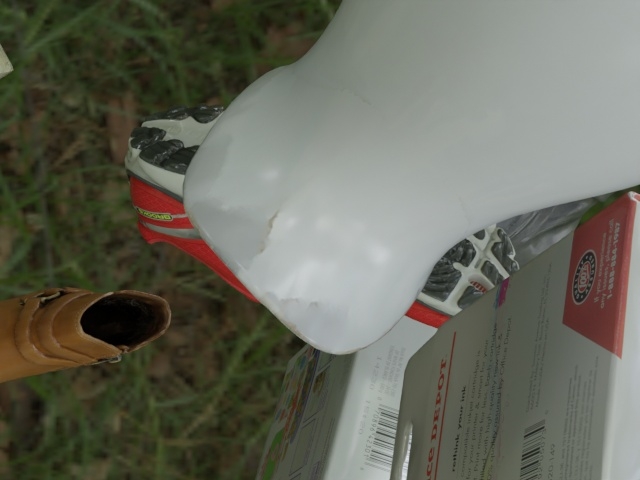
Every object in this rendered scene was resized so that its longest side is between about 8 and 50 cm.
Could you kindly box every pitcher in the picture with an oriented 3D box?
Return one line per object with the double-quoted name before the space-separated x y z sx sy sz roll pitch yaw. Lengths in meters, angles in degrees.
"pitcher" 0.070 -0.078 0.474 0.125 0.207 0.178 43 33 -13

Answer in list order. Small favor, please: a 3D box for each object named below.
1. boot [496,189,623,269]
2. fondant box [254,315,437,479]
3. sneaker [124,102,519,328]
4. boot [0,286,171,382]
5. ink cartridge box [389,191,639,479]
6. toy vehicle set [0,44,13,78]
"boot" 0.123 -0.077 1.260 0.338 0.223 0.118 16 38 -46
"fondant box" 0.020 0.205 1.584 0.096 0.330 0.238 20 67 -11
"sneaker" 0.000 0.000 1.033 0.107 0.279 0.118 -51 157 -42
"boot" -0.307 0.108 1.568 0.283 0.220 0.109 -8 91 -47
"ink cartridge box" 0.089 0.075 0.589 0.067 0.198 0.115 17 66 -15
"toy vehicle set" -0.370 -0.132 1.135 0.166 0.267 0.035 61 18 -2
